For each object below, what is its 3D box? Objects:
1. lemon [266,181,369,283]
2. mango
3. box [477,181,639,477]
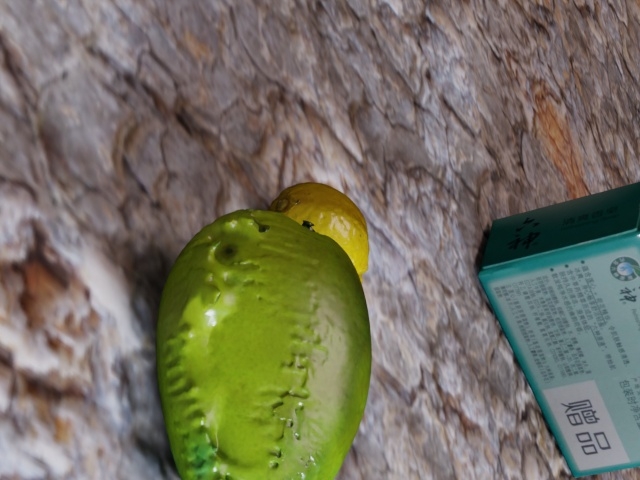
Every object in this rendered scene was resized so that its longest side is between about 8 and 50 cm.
[{"bbox_3d":[0.000,0.000,0.870,0.092,0.065,0.065,45,38,-37],"label":"lemon"},{"bbox_3d":[-0.033,0.070,0.734,0.119,0.100,0.178,15,66,-19],"label":"mango"},{"bbox_3d":[0.257,0.083,1.233,0.245,0.153,0.092,63,28,-24],"label":"box"}]
